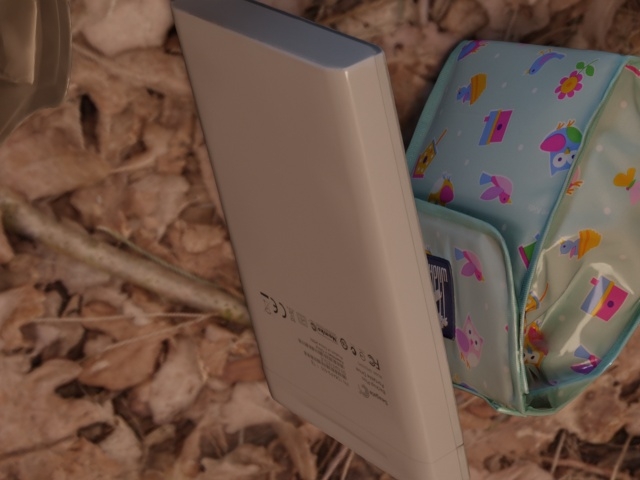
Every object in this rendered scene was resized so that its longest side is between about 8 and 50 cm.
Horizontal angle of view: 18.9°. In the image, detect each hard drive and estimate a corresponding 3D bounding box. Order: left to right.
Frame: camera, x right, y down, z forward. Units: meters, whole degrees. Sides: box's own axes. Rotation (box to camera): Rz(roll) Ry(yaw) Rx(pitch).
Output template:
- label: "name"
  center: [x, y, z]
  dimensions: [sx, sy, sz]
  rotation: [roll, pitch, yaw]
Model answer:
- label: "hard drive"
  center: [0.000, 0.000, 1.429]
  dimensions: [0.047, 0.233, 0.353]
  rotation: [-28, 121, -25]

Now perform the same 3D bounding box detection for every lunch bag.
- label: "lunch bag"
  center: [0.151, -0.007, 1.427]
  dimensions: [0.160, 0.223, 0.262]
  rotation: [31, 84, -30]

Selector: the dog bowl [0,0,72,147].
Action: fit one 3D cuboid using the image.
- label: "dog bowl"
  center: [-0.351, -0.132, 1.313]
  dimensions: [0.349, 0.102, 0.348]
  rotation: [-11, 117, -23]
